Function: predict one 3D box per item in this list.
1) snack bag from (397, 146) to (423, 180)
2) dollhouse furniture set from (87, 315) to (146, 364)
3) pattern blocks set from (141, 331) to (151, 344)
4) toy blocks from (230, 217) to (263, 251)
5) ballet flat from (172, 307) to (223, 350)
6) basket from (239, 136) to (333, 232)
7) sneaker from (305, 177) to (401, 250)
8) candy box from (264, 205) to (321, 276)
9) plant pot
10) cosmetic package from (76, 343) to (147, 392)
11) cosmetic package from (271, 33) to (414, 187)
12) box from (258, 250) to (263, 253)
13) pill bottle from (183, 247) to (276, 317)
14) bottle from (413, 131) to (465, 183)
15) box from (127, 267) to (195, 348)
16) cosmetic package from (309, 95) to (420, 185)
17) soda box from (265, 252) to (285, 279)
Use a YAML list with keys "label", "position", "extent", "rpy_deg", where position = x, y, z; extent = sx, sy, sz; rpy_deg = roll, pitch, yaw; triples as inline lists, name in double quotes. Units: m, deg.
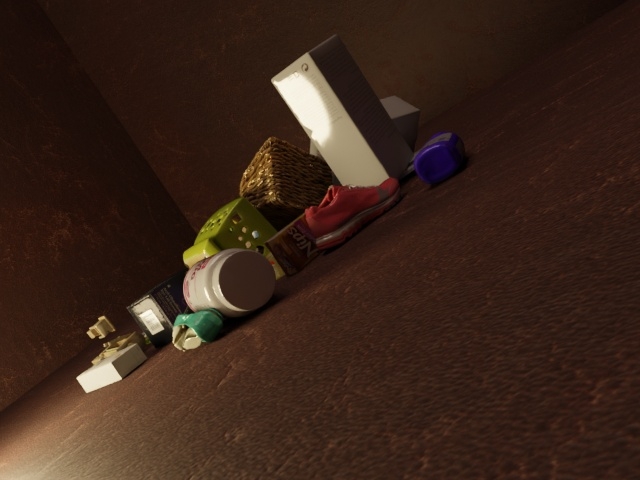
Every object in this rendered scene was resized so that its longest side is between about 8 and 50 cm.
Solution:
- label: "snack bag"
  position: [0.233, -0.208, 2.088]
  extent: [0.343, 0.037, 0.323]
  rpy_deg: [-31, 8, 17]
- label: "dollhouse furniture set"
  position: [-0.666, 0.307, 1.963]
  extent: [0.182, 0.161, 0.101]
  rpy_deg: [-19, 21, 41]
- label: "pattern blocks set"
  position: [-0.609, 0.336, 2.155]
  extent: [0.325, 0.026, 0.285]
  rpy_deg: [-38, 9, -37]
- label: "toy blocks"
  position: [-0.203, -0.022, 2.286]
  extent: [0.261, 0.190, 0.381]
  rpy_deg: [-17, 2, 16]
- label: "ballet flat"
  position: [-0.307, 0.216, 1.475]
  extent: [0.087, 0.083, 0.247]
  rpy_deg: [-54, 15, -29]
- label: "basket"
  position: [-0.115, -0.158, 2.014]
  extent: [0.213, 0.223, 0.299]
  rpy_deg: [-25, -28, 37]
- label: "sneaker"
  position: [0.089, -0.104, 1.635]
  extent: [0.314, 0.136, 0.116]
  rpy_deg: [-37, 9, -29]
- label: "candy box"
  position: [-0.049, 0.000, 1.650]
  extent: [0.053, 0.109, 0.187]
  rpy_deg: [-25, 12, 48]
- label: "plant pot"
  position: [-0.266, 0.037, 1.880]
  extent: [0.207, 0.227, 0.228]
  rpy_deg: [-51, 17, -31]
- label: "cosmetic package"
  position: [-0.600, 0.367, 1.790]
  extent: [0.239, 0.060, 0.099]
  rpy_deg: [-26, 11, 43]
- label: "cosmetic package"
  position: [0.078, -0.369, 1.903]
  extent: [0.161, 0.453, 0.230]
  rpy_deg: [-26, 15, 36]
- label: "box"
  position: [-0.286, 0.024, 2.560]
  extent: [0.102, 0.087, 0.101]
  rpy_deg: [-27, 10, 40]
- label: "pill bottle"
  position: [-0.217, 0.104, 1.483]
  extent: [0.160, 0.160, 0.283]
  rpy_deg: [-37, 8, -26]
- label: "bottle"
  position: [0.317, -0.227, 1.635]
  extent: [0.118, 0.092, 0.283]
  rpy_deg: [-29, 8, 23]
- label: "box"
  position: [-0.445, 0.198, 1.867]
  extent: [0.108, 0.153, 0.207]
  rpy_deg: [-29, 9, 28]
- label: "cosmetic package"
  position: [0.159, -0.354, 2.217]
  extent: [0.385, 0.217, 0.156]
  rpy_deg: [-22, 44, -31]
- label: "soda box"
  position: [-0.110, 0.053, 1.747]
  extent: [0.058, 0.061, 0.181]
  rpy_deg: [-31, 8, 20]
